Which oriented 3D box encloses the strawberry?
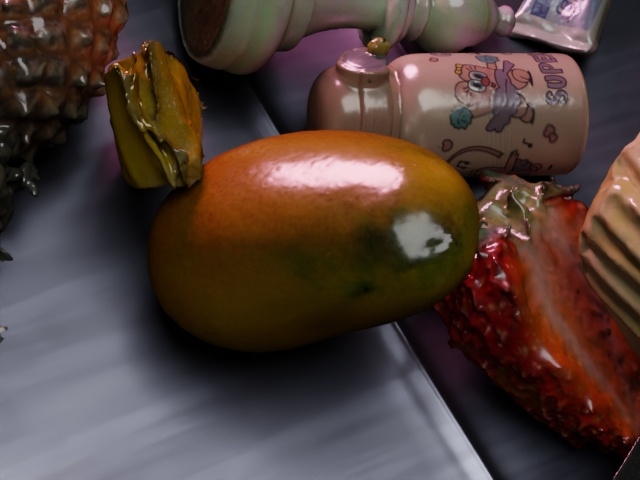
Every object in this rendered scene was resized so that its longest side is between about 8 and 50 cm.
[{"bbox_3d":[0.176,0.063,1.455,0.228,0.098,0.174,49,43,-11],"label":"strawberry"}]

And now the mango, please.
[{"bbox_3d":[-0.001,-0.004,1.371,0.254,0.139,0.175,-8,38,26],"label":"mango"}]

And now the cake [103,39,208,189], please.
[{"bbox_3d":[-0.129,-0.104,1.402,0.080,0.116,0.185,-18,26,8],"label":"cake"}]

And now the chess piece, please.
[{"bbox_3d":[0.034,-0.187,1.543,0.272,0.139,0.139,6,61,-25],"label":"chess piece"}]

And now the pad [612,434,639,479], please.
[{"bbox_3d":[0.255,0.211,1.405,0.143,0.003,0.211,48,58,-19],"label":"pad"}]

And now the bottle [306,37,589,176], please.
[{"bbox_3d":[0.095,-0.102,1.507,0.209,0.110,0.097,-1,32,-15],"label":"bottle"}]

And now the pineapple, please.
[{"bbox_3d":[-0.237,-0.090,1.385,0.175,0.175,0.361,14,60,-7],"label":"pineapple"}]

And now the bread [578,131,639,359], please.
[{"bbox_3d":[0.361,-0.020,1.447,0.389,0.236,0.183,-25,56,-35],"label":"bread"}]

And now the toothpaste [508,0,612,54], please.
[{"bbox_3d":[0.241,-0.265,1.672,0.069,0.047,0.268,33,62,-11],"label":"toothpaste"}]
